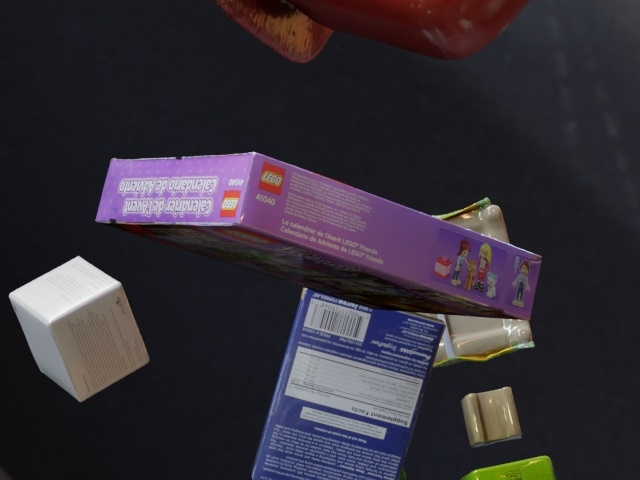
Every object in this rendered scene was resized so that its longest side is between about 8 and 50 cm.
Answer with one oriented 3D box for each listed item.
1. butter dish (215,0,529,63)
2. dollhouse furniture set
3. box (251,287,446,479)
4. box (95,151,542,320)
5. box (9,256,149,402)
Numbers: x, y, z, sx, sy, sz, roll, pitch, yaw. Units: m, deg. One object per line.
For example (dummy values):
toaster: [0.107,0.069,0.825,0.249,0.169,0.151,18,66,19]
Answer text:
butter dish: [0.052,-0.119,0.543,0.118,0.160,0.160,29,3,12]
dollhouse furniture set: [0.116,0.134,1.657,0.151,0.198,0.301,83,-5,-75]
box: [0.020,0.165,1.509,0.136,0.225,0.036,16,5,-5]
box: [0.000,0.000,1.269,0.293,0.201,0.057,18,79,-36]
box: [-0.243,0.088,1.632,0.101,0.087,0.102,26,-41,52]
